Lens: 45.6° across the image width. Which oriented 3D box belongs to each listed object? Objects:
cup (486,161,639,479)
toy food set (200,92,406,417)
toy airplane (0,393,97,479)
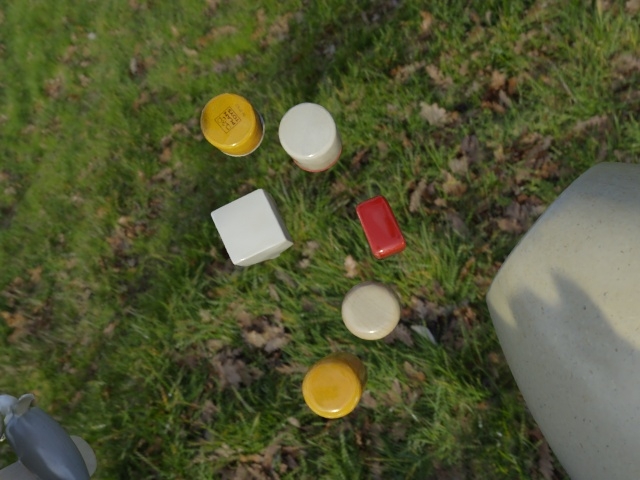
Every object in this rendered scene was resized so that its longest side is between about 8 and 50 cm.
[{"bbox_3d":[0.290,0.067,0.666,0.237,0.331,0.331,42,89,22],"label":"cup"},{"bbox_3d":[0.000,0.000,0.555,0.111,0.104,0.232,-26,83,4],"label":"toy food set"},{"bbox_3d":[-0.401,0.298,0.823,0.386,0.384,0.272,36,107,58],"label":"toy airplane"}]
